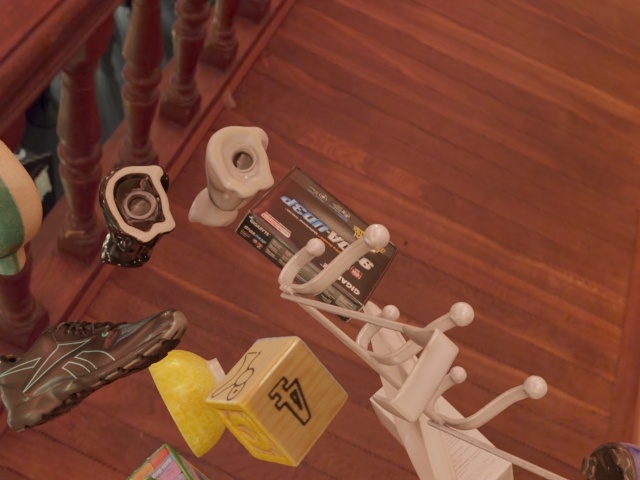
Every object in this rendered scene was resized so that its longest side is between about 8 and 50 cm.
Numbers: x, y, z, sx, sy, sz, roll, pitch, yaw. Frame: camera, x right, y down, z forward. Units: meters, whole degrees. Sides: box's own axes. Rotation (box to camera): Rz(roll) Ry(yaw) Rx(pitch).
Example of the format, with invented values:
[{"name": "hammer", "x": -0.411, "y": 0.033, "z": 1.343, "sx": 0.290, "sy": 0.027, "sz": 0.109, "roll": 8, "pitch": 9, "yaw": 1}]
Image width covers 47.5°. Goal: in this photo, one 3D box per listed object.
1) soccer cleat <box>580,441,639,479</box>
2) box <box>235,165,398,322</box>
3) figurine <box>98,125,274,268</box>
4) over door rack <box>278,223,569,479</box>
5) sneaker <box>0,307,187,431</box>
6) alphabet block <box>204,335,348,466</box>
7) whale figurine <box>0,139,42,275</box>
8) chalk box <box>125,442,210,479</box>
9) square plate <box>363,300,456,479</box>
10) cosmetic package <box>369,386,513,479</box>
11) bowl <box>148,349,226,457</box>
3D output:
[{"name": "soccer cleat", "x": 0.375, "y": 0.377, "z": 0.832, "sx": 0.121, "sy": 0.093, "sz": 0.289, "roll": 20, "pitch": 56, "yaw": -25}, {"name": "box", "x": 0.000, "y": 0.000, "z": 1.125, "sx": 0.220, "sy": 0.051, "sz": 0.175, "roll": 40, "pitch": 37, "yaw": 0}, {"name": "figurine", "x": -0.171, "y": -0.041, "z": 0.902, "sx": 0.215, "sy": 0.209, "sz": 0.092, "roll": -27, "pitch": 84, "yaw": -26}, {"name": "over door rack", "x": 0.107, "y": 0.105, "z": 0.594, "sx": 0.239, "sy": 0.324, "sz": 0.108, "roll": 42, "pitch": 87, "yaw": -18}, {"name": "sneaker", "x": -0.294, "y": 0.141, "z": 0.910, "sx": 0.267, "sy": 0.101, "sz": 0.106, "roll": -28, "pitch": 80, "yaw": 7}, {"name": "alphabet block", "x": -0.096, "y": 0.343, "z": 1.574, "sx": 0.193, "sy": 0.192, "sz": 0.197, "roll": 50, "pitch": 60, "yaw": -14}, {"name": "whale figurine", "x": -0.476, "y": -0.031, "z": 0.934, "sx": 0.216, "sy": 0.272, "sz": 0.141, "roll": 54, "pitch": 45, "yaw": -9}, {"name": "chalk box", "x": -0.198, "y": 0.375, "z": 0.962, "sx": 0.132, "sy": 0.213, "sz": 0.132, "roll": -41, "pitch": 38, "yaw": -11}, {"name": "square plate", "x": 0.175, "y": 0.317, "z": 1.385, "sx": 0.049, "sy": 0.347, "sz": 0.344, "roll": -19, "pitch": 21, "yaw": -5}, {"name": "cosmetic package", "x": 0.324, "y": 0.540, "z": 1.949, "sx": 0.156, "sy": 0.217, "sz": 0.385, "roll": -41, "pitch": 53, "yaw": -13}, {"name": "bowl", "x": -0.309, "y": 0.389, "z": 1.861, "sx": 0.156, "sy": 0.289, "sz": 0.289, "roll": -27, "pitch": 69, "yaw": -11}]
